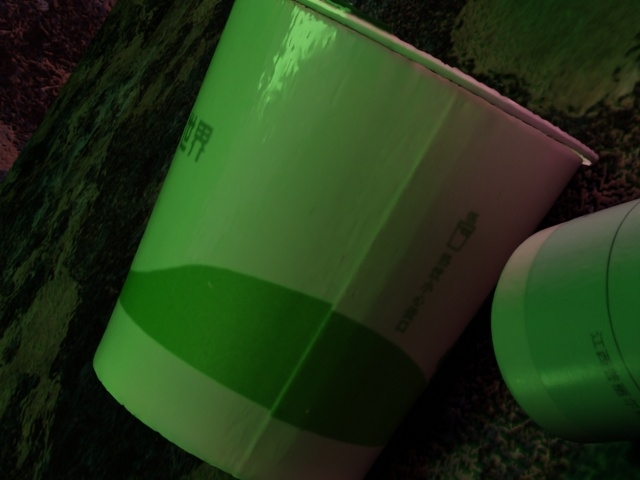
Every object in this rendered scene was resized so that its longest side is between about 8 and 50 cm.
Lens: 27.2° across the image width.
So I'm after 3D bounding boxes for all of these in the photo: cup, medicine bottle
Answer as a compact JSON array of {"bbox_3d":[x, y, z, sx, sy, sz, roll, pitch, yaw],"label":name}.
[{"bbox_3d":[0.000,0.000,0.818,0.274,0.253,0.253,-61,23,5],"label":"cup"},{"bbox_3d":[0.218,0.012,0.518,0.352,0.110,0.110,-21,42,54],"label":"medicine bottle"}]
